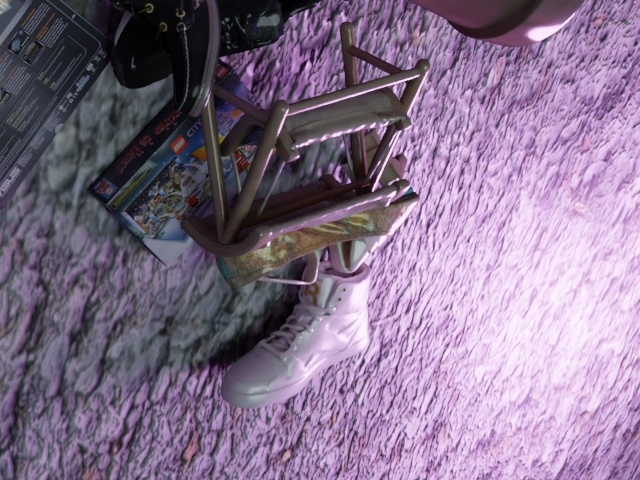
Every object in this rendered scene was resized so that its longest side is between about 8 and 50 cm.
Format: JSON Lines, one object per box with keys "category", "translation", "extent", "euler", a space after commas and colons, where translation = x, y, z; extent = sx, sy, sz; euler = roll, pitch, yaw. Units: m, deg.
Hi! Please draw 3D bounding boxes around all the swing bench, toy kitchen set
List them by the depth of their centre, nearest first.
{"category": "swing bench", "translation": [-0.019, -0.112, 1.542], "extent": [0.253, 0.165, 0.255], "euler": [-21, 131, -37]}
{"category": "toy kitchen set", "translation": [0.075, -0.122, 1.815], "extent": [0.068, 0.075, 0.083], "euler": [-27, 108, 22]}

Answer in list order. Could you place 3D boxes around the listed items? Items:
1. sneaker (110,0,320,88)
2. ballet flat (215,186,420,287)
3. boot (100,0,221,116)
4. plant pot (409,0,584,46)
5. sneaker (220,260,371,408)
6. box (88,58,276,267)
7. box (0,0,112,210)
{"category": "sneaker", "translation": [-0.111, -0.258, 1.407], "extent": [0.283, 0.124, 0.107], "euler": [-43, 143, -32]}
{"category": "ballet flat", "translation": [0.000, 0.000, 1.741], "extent": [0.348, 0.123, 0.123], "euler": [-11, 124, -36]}
{"category": "boot", "translation": [-0.199, -0.247, 1.293], "extent": [0.178, 0.085, 0.237], "euler": [4, 71, -22]}
{"category": "plant pot", "translation": [0.151, -0.412, 1.500], "extent": [0.280, 0.323, 0.323], "euler": [3, 116, -28]}
{"category": "sneaker", "translation": [-0.035, 0.121, 1.822], "extent": [0.292, 0.108, 0.169], "euler": [-28, 133, -43]}
{"category": "box", "translation": [-0.165, -0.097, 1.570], "extent": [0.233, 0.044, 0.159], "euler": [-48, 141, -9]}
{"category": "box", "translation": [-0.350, -0.169, 1.321], "extent": [0.231, 0.056, 0.183], "euler": [-55, 141, -1]}
